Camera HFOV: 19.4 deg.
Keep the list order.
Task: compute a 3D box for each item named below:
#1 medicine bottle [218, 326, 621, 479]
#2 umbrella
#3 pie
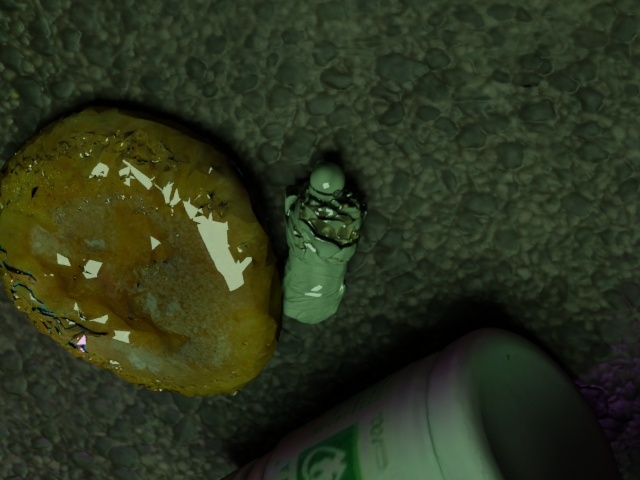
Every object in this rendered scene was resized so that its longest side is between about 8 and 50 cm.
[{"bbox_3d":[0.056,0.227,1.486,0.325,0.212,0.212,-34,112,32],"label":"medicine bottle"},{"bbox_3d":[0.000,0.000,1.432,0.067,0.062,0.143,32,135,30],"label":"umbrella"},{"bbox_3d":[-0.144,0.020,1.473,0.273,0.069,0.273,12,125,17],"label":"pie"}]
